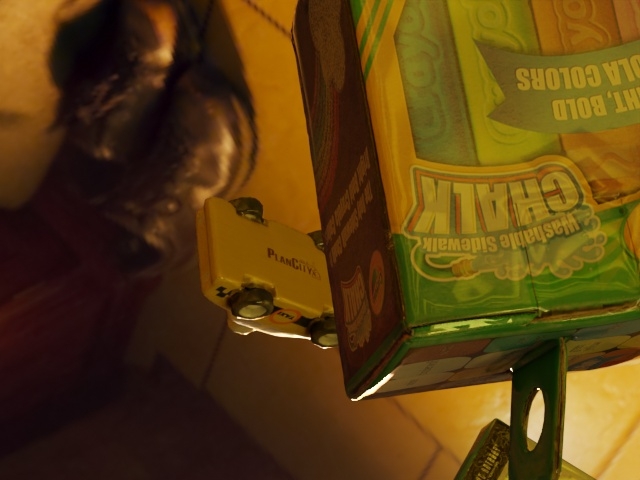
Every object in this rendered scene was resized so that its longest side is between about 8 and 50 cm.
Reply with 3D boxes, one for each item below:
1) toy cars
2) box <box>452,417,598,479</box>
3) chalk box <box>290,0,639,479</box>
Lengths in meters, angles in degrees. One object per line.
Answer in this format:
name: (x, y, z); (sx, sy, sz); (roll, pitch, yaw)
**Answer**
toy cars: (0.000, 0.000, 1.274); (0.087, 0.394, 0.176); (-29, 95, 35)
box: (0.243, 0.281, 1.343); (0.244, 0.100, 0.060); (32, 160, 3)
chalk box: (0.073, -0.014, 0.525); (0.132, 0.132, 0.213); (117, 145, -73)
